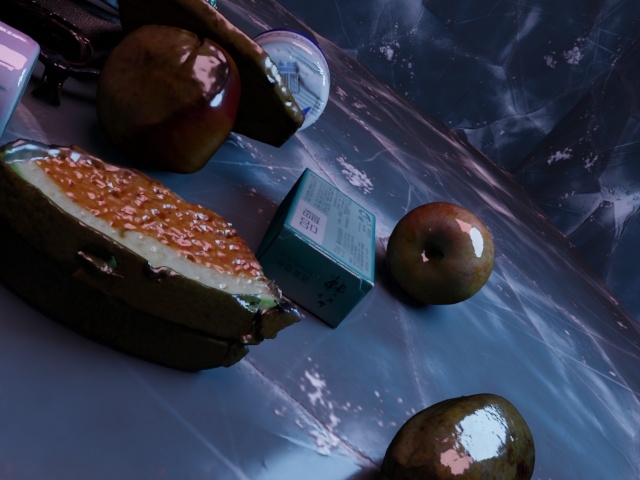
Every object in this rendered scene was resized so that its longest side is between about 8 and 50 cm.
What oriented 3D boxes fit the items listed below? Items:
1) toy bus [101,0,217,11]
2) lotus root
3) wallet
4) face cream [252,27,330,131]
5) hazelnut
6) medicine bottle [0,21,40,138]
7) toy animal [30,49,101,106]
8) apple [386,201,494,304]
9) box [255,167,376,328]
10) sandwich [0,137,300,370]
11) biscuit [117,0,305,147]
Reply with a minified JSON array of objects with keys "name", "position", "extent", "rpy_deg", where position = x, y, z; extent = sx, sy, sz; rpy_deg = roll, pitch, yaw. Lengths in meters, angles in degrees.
[{"name":"toy bus","position":[-0.333,-0.510,0.997],"extent":[0.183,0.200,0.343],"rpy_deg":[36,9,6]},{"name":"lotus root","position":[0.152,0.235,0.572],"extent":[0.241,0.124,0.123],"rpy_deg":[0,55,-54]},{"name":"wallet","position":[-0.446,-0.379,0.862],"extent":[0.262,0.071,0.221],"rpy_deg":[28,26,-10]},{"name":"face cream","position":[-0.082,-0.335,1.124],"extent":[0.205,0.206,0.111],"rpy_deg":[30,29,-20]},{"name":"hazelnut","position":[-0.202,-0.189,0.743],"extent":[0.208,0.208,0.208],"rpy_deg":[31,25,-17]},{"name":"medicine bottle","position":[-0.386,-0.182,0.520],"extent":[0.168,0.135,0.135],"rpy_deg":[23,29,-30]},{"name":"toy animal","position":[-0.364,-0.236,0.731],"extent":[0.220,0.062,0.108],"rpy_deg":[18,32,-27]},{"name":"apple","position":[0.219,0.025,0.959],"extent":[0.188,0.188,0.173],"rpy_deg":[51,15,24]},{"name":"box","position":[0.000,0.000,0.803],"extent":[0.153,0.092,0.245],"rpy_deg":[34,24,-9]},{"name":"sandwich","position":[-0.184,0.009,0.520],"extent":[0.292,0.109,0.212],"rpy_deg":[24,21,-35]},{"name":"biscuit","position":[-0.176,-0.277,0.863],"extent":[0.359,0.046,0.359],"rpy_deg":[33,-12,8]}]
